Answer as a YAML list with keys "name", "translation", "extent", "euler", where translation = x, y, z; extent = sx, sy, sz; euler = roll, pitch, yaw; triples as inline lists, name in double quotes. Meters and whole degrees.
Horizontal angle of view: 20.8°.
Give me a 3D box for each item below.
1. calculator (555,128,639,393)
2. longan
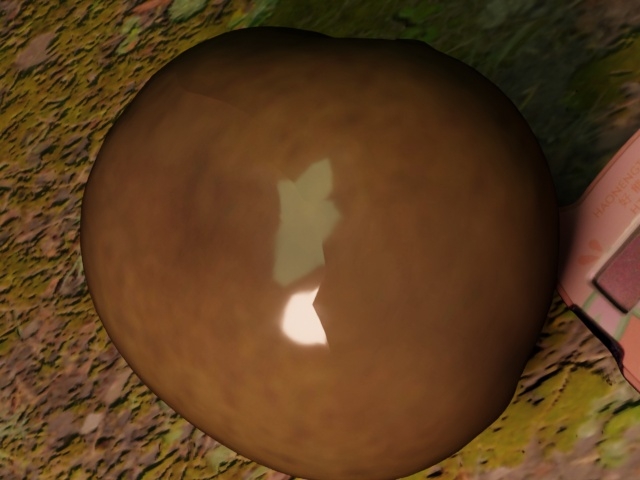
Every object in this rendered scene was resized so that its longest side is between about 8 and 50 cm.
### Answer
- name: "calculator"
  translation: [0.304, 0.033, 1.220]
  extent: [0.220, 0.048, 0.330]
  euler: [-49, 54, 9]
- name: "longan"
  translation: [0.000, 0.000, 1.262]
  extent: [0.361, 0.361, 0.361]
  euler: [-14, 64, 31]
